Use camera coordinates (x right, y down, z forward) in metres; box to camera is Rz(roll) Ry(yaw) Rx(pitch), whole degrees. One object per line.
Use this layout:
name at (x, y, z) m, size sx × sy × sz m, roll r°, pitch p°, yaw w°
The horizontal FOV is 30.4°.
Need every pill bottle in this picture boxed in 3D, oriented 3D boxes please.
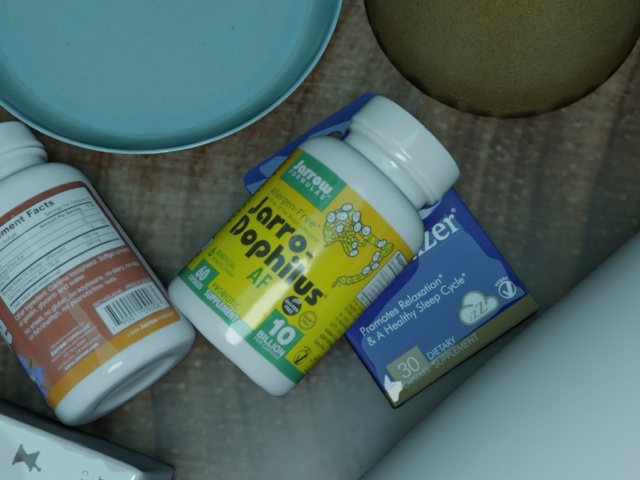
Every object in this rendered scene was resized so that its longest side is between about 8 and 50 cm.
pill bottle at (-0.200, 0.021, 0.888) m, size 0.121 × 0.121 × 0.216 m, roll -36°, pitch 80°, yaw -4°
pill bottle at (0.000, 0.000, 0.849) m, size 0.117 × 0.117 × 0.208 m, roll 43°, pitch 86°, yaw 9°

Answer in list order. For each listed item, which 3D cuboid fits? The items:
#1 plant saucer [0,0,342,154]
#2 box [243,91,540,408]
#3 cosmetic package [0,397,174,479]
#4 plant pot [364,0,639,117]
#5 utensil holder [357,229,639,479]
plant saucer at (-0.139, -0.211, 0.951) m, size 0.318 × 0.043 × 0.317 m, roll 0°, pitch 73°, yaw -1°
box at (0.050, 0.001, 0.925) m, size 0.136 × 0.036 × 0.225 m, roll -34°, pitch 79°, yaw -4°
cosmetic package at (-0.223, 0.200, 0.840) m, size 0.184 × 0.151 × 0.151 m, roll 20°, pitch 81°, yaw 6°
plant pot at (0.147, -0.240, 0.853) m, size 0.237 × 0.254 × 0.237 m, roll -1°, pitch 79°, yaw 3°
utensil holder at (0.249, 0.153, 0.698) m, size 0.385 × 0.327 × 0.327 m, roll -38°, pitch 80°, yaw -18°
